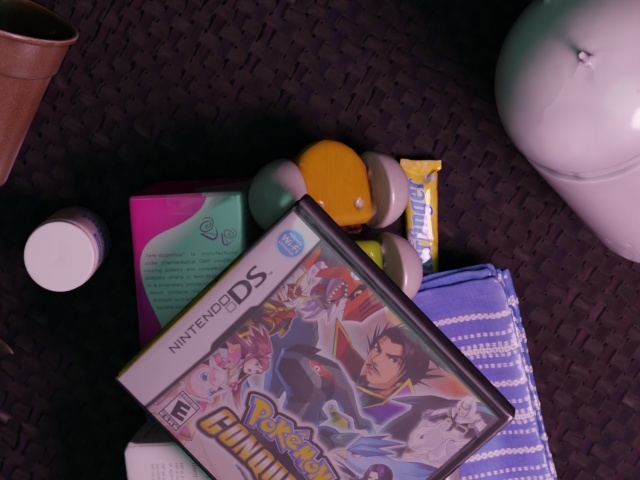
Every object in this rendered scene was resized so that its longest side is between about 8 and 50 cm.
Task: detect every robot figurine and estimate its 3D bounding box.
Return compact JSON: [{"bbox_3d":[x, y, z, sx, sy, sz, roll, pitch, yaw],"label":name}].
[{"bbox_3d":[0.287,-0.110,1.623,0.200,0.300,0.353,-44,134,4],"label":"robot figurine"}]

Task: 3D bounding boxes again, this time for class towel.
[{"bbox_3d":[0.105,0.201,1.794,0.243,0.040,0.336,-13,101,10],"label":"towel"}]

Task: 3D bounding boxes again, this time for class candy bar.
[{"bbox_3d":[0.101,-0.001,1.785,0.040,0.018,0.161,-1,99,2],"label":"candy bar"}]

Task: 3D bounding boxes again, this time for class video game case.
[{"bbox_3d":[-0.007,0.139,1.635,0.248,0.035,0.275,-43,93,14],"label":"video game case"}]

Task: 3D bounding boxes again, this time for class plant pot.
[{"bbox_3d":[-0.332,-0.146,1.705,0.167,0.167,0.165,20,107,-2],"label":"plant pot"}]

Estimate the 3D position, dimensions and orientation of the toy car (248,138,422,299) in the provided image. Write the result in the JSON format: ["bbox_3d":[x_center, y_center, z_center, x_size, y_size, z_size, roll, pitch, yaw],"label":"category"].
[{"bbox_3d":[0.000,0.000,1.726,0.159,0.136,0.182,-5,82,-31],"label":"toy car"}]

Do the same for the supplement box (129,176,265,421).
[{"bbox_3d":[-0.112,0.054,1.745,0.111,0.114,0.220,-1,101,9],"label":"supplement box"}]

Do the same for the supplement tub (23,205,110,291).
[{"bbox_3d":[-0.244,0.007,1.747,0.071,0.107,0.071,0,99,1],"label":"supplement tub"}]

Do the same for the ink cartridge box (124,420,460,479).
[{"bbox_3d":[-0.016,0.279,1.752,0.308,0.129,0.223,-3,101,11],"label":"ink cartridge box"}]

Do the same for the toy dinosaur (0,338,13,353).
[{"bbox_3d":[-0.433,0.020,1.748,0.313,0.121,0.160,33,112,0],"label":"toy dinosaur"}]
